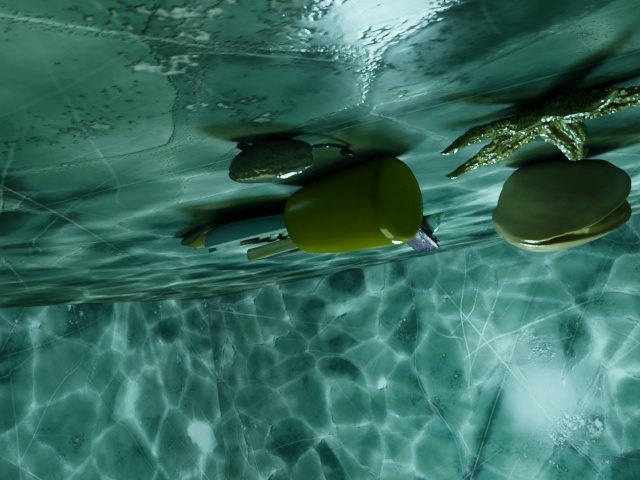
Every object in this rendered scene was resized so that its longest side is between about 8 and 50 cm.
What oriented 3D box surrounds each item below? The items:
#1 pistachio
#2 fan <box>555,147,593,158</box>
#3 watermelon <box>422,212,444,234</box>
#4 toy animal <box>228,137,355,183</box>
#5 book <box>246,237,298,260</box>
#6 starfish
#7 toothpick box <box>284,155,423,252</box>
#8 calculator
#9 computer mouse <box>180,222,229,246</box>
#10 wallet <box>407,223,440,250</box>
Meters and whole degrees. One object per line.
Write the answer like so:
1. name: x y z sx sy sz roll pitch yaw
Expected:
1. pistachio: 0.576 -0.086 1.400 0.321 0.238 0.229 -16 131 7
2. fan: 0.584 -0.205 1.334 0.085 0.005 0.133 -11 172 19
3. watermelon: 0.370 -0.055 2.003 0.094 0.081 0.180 -33 -173 -22
4. toy animal: -0.036 -0.141 0.955 0.253 0.070 0.079 -18 -147 -32
5. book: 0.000 0.000 1.639 0.300 0.039 0.428 -16 177 12
6. starfish: 0.368 -0.190 0.946 0.358 0.078 0.347 -6 172 -17
7. toothpick box: 0.056 -0.061 1.193 0.271 0.175 0.175 -12 172 41
8. calculator: -0.098 -0.030 1.473 0.386 0.054 0.256 -9 176 -8
9. computer mouse: -0.315 -0.006 1.605 0.102 0.044 0.199 0 167 -37
10. wallet: 0.317 -0.018 1.973 0.166 0.030 0.111 39 143 -28
